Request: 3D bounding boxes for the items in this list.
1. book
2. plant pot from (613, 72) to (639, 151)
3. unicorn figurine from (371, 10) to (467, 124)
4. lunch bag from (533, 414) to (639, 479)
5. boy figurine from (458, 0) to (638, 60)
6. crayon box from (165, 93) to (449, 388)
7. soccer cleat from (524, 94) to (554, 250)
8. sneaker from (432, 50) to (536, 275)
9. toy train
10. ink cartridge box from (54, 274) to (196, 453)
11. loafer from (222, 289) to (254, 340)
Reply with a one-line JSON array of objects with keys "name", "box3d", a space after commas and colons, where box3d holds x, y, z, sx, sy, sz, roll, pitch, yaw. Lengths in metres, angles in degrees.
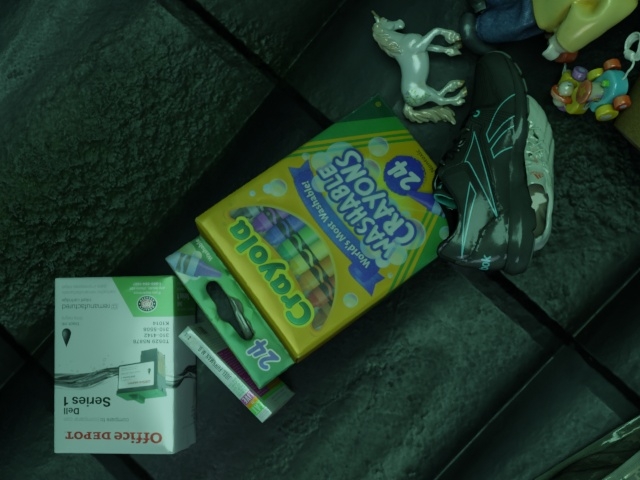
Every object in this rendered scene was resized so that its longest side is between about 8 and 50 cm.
[{"name": "book", "box3d": [-0.103, 0.157, 1.040, 0.144, 0.096, 0.035, 44, 97, 9]}, {"name": "plant pot", "box3d": [0.463, -0.180, 0.931, 0.237, 0.237, 0.254, 46, 106, 8]}, {"name": "unicorn figurine", "box3d": [0.123, -0.224, 1.050, 0.111, 0.060, 0.161, -5, 85, 7]}, {"name": "lunch bag", "box3d": [0.387, 0.326, 0.926, 0.287, 0.169, 0.235, -35, 86, 0]}, {"name": "boy figurine", "box3d": [0.294, -0.294, 0.942, 0.285, 0.092, 0.177, -7, 71, 41]}, {"name": "crayon box", "box3d": [0.000, 0.000, 1.004, 0.323, 0.083, 0.203, -36, 82, -10]}, {"name": "soccer cleat", "box3d": [0.253, -0.086, 1.014, 0.068, 0.076, 0.196, -4, 85, 8]}, {"name": "sneaker", "box3d": [0.181, -0.094, 0.948, 0.106, 0.101, 0.267, 0, 71, 3]}, {"name": "toy train", "box3d": [0.304, -0.206, 0.985, 0.046, 0.166, 0.125, -2, 111, -17]}, {"name": "ink cartridge box", "box3d": [-0.244, 0.156, 1.062, 0.160, 0.092, 0.219, -2, 85, 8]}, {"name": "loafer", "box3d": [-0.103, 0.065, 1.078, 0.039, 0.045, 0.125, -24, 90, -11]}]
